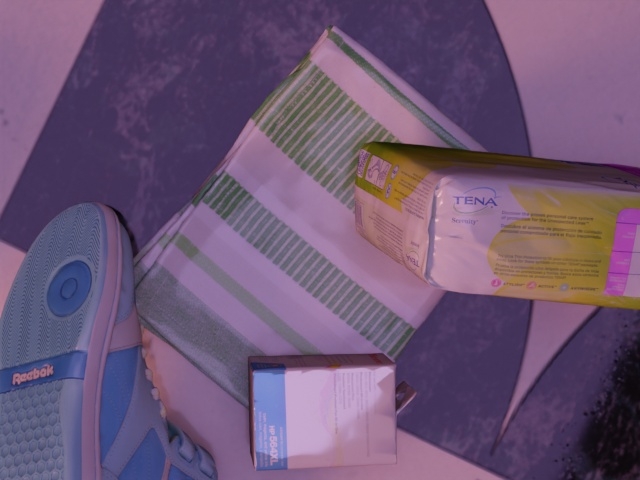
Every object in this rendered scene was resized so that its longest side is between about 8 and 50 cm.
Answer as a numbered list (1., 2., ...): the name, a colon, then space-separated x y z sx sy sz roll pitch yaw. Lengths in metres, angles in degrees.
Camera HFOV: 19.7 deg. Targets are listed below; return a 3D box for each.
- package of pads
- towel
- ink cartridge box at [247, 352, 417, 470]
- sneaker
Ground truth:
1. package of pads: 0.196 -0.013 1.562 0.296 0.229 0.101 4 100 -15
2. towel: 0.000 0.000 1.673 0.248 0.038 0.325 38 87 -4
3. ink cartridge box: 0.010 0.149 1.618 0.143 0.092 0.090 -1 94 -5
4. sneaker: -0.175 0.139 1.616 0.127 0.208 0.319 -6 70 39
